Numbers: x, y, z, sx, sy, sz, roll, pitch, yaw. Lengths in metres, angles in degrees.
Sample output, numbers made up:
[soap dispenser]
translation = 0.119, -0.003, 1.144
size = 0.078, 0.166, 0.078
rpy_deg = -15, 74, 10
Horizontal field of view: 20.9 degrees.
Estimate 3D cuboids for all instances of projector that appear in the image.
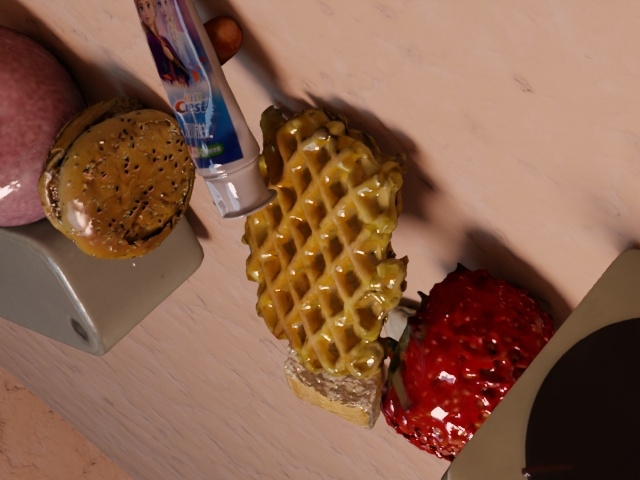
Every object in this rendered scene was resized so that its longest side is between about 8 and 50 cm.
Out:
[projector]
translation = 0.263, 0.177, 1.341
size = 0.259, 0.257, 0.079
rpy_deg = 39, 160, 9

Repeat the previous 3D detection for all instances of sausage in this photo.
[sausage]
translation = -0.106, -0.177, 1.618
size = 0.041, 0.039, 0.131
rpy_deg = 49, 159, -6

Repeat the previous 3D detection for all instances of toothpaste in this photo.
[toothpaste]
translation = -0.114, -0.148, 1.566
size = 0.096, 0.061, 0.266
rpy_deg = 6, 122, 60

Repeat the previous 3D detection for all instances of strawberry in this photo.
[strawberry]
translation = 0.153, 0.126, 1.591
size = 0.201, 0.187, 0.184
rpy_deg = 32, -159, 5

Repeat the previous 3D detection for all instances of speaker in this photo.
[speaker]
translation = -0.328, -0.004, 2.174
size = 0.406, 0.184, 0.183
rpy_deg = 14, 137, 54

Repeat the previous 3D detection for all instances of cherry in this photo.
[cherry]
translation = -0.365, -0.130, 1.964
size = 0.285, 0.212, 0.236
rpy_deg = 21, -127, -82

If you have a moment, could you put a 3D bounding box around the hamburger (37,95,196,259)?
[hamburger]
translation = -0.209, -0.067, 1.883
size = 0.185, 0.177, 0.113
rpy_deg = 2, -175, -34

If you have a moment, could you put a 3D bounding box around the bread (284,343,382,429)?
[bread]
translation = 0.020, 0.162, 2.061
size = 0.125, 0.082, 0.106
rpy_deg = 25, 168, 15

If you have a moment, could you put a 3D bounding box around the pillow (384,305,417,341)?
[pillow]
translation = 0.142, 0.163, 1.845
size = 0.229, 0.051, 0.128
rpy_deg = 60, 165, -25

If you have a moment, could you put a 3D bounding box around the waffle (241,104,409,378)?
[waffle]
translation = -0.002, 0.000, 1.605
size = 0.245, 0.052, 0.254
rpy_deg = 31, 123, 50
